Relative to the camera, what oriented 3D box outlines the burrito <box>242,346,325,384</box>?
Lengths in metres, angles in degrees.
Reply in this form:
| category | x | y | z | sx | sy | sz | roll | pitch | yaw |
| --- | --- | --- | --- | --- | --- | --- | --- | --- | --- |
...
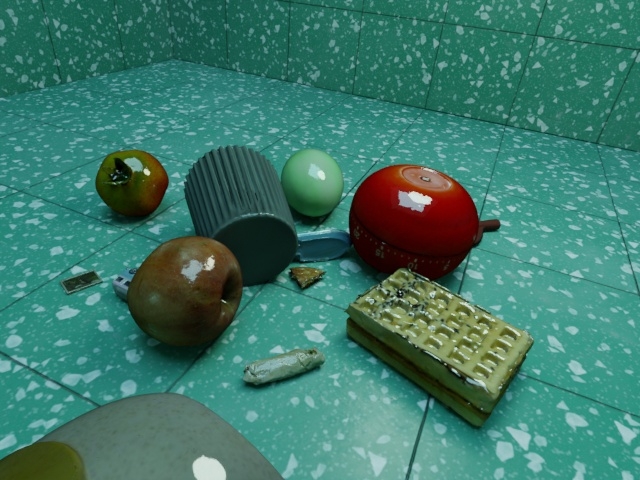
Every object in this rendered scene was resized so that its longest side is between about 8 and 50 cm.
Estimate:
| category | x | y | z | sx | sy | sz | roll | pitch | yaw |
| --- | --- | --- | --- | --- | --- | --- | --- | --- | --- |
| burrito | -0.082 | 0.274 | 0.945 | 0.188 | 0.044 | 0.058 | -12 | 31 | -21 |

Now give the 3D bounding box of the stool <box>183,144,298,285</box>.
| category | x | y | z | sx | sy | sz | roll | pitch | yaw |
| --- | --- | --- | --- | --- | --- | --- | --- | --- | --- |
| stool | -0.227 | -0.069 | 1.231 | 0.298 | 0.297 | 0.330 | -7 | 40 | -17 |

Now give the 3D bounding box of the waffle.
| category | x | y | z | sx | sy | sz | roll | pitch | yaw |
| --- | --- | --- | --- | --- | --- | --- | --- | --- | --- |
| waffle | 0.275 | 0.220 | 1.015 | 0.376 | 0.113 | 0.261 | 30 | 42 | 32 |

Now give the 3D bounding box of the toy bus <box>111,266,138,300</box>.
| category | x | y | z | sx | sy | sz | roll | pitch | yaw |
| --- | --- | --- | --- | --- | --- | --- | --- | --- | --- |
| toy bus | -0.468 | 0.124 | 1.099 | 0.123 | 0.060 | 0.075 | 19 | 41 | 23 |

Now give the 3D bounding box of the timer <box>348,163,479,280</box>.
| category | x | y | z | sx | sy | sz | roll | pitch | yaw |
| --- | --- | --- | --- | --- | --- | --- | --- | --- | --- |
| timer | 0.274 | -0.065 | 1.278 | 0.379 | 0.279 | 0.377 | 7 | 36 | -5 |

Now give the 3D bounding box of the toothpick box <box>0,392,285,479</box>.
| category | x | y | z | sx | sy | sz | roll | pitch | yaw |
| --- | --- | --- | --- | --- | --- | --- | --- | --- | --- |
| toothpick box | -0.233 | 0.403 | 0.416 | 0.409 | 0.408 | 0.425 | 26 | 44 | 27 |

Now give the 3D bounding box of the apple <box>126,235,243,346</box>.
| category | x | y | z | sx | sy | sz | roll | pitch | yaw |
| --- | --- | --- | --- | --- | --- | --- | --- | --- | --- |
| apple | -0.308 | 0.111 | 0.980 | 0.254 | 0.253 | 0.253 | 4 | 34 | -3 |

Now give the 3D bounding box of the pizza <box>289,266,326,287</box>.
| category | x | y | z | sx | sy | sz | roll | pitch | yaw |
| --- | --- | --- | --- | --- | --- | --- | --- | --- | --- |
| pizza | -0.049 | 0.101 | 1.229 | 0.099 | 0.029 | 0.100 | 21 | 34 | 36 |

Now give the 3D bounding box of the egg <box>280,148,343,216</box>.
| category | x | y | z | sx | sy | sz | roll | pitch | yaw |
| --- | --- | --- | --- | --- | --- | --- | --- | --- | --- |
| egg | -0.027 | -0.202 | 1.502 | 0.221 | 0.220 | 0.269 | -5 | 37 | -15 |

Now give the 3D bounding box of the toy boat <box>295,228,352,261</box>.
| category | x | y | z | sx | sy | sz | roll | pitch | yaw |
| --- | --- | --- | --- | --- | --- | --- | --- | --- | --- |
| toy boat | 0.000 | 0.000 | 1.327 | 0.215 | 0.088 | 0.102 | -6 | 32 | -14 |

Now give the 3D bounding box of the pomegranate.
| category | x | y | z | sx | sy | sz | roll | pitch | yaw |
| --- | --- | --- | --- | --- | --- | --- | --- | --- | --- |
| pomegranate | -0.613 | -0.193 | 1.385 | 0.221 | 0.220 | 0.256 | 1 | -11 | -4 |

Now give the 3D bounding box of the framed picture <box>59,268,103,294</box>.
| category | x | y | z | sx | sy | sz | roll | pitch | yaw |
| --- | --- | --- | --- | --- | --- | --- | --- | --- | --- |
| framed picture | -0.638 | 0.109 | 1.143 | 0.089 | 0.006 | 0.066 | -23 | 43 | -36 |

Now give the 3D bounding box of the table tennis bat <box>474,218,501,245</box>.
| category | x | y | z | sx | sy | sz | roll | pitch | yaw |
| --- | --- | --- | --- | --- | --- | --- | --- | --- | --- |
| table tennis bat | 0.492 | -0.042 | 1.504 | 0.311 | 0.038 | 0.200 | -6 | 37 | -17 |
